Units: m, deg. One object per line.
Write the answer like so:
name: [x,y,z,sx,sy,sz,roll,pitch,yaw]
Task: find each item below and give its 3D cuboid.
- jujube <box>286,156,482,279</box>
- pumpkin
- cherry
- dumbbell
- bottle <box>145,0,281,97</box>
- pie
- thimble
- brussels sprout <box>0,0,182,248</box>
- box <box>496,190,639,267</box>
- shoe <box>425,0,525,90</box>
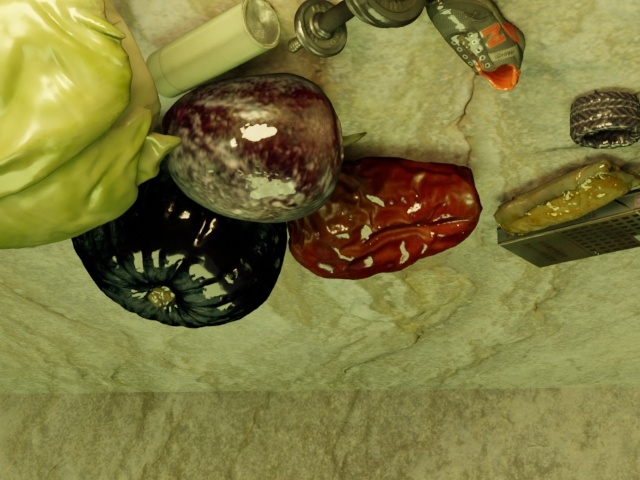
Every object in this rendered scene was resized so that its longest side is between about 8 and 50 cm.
jujube: [0.110,-0.043,1.714,0.342,0.216,0.216,-11,160,-7]
pumpkin: [-0.231,-0.011,1.664,0.363,0.266,0.363,15,152,8]
cherry: [-0.079,-0.133,1.431,0.296,0.218,0.255,2,-175,-6]
dumbbell: [0.031,-0.281,1.225,0.110,0.110,0.254,14,161,-30]
bottle: [-0.146,-0.255,1.332,0.201,0.072,0.072,-18,152,41]
pie: [0.441,-0.074,1.787,0.129,0.068,0.282,16,151,-35]
thimble: [0.432,-0.181,1.507,0.104,0.066,0.095,5,161,-10]
brussels sprout: [-0.387,-0.160,1.155,0.361,0.342,0.425,-28,150,-13]
box: [0.531,-0.018,1.948,0.325,0.047,0.180,-16,153,36]
shoe: [0.206,-0.259,1.296,0.074,0.077,0.194,-16,154,38]
